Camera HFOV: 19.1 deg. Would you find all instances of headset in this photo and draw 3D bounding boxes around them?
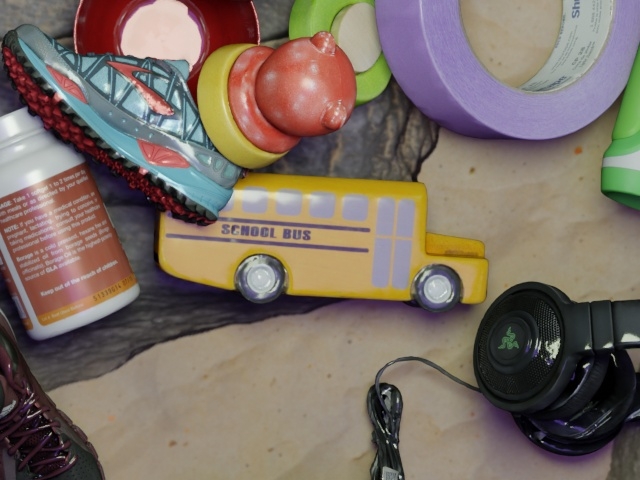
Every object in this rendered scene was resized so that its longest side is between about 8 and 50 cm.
[{"bbox_3d":[0.235,0.158,1.906,0.394,0.243,0.185,-8,66,20],"label":"headset"}]

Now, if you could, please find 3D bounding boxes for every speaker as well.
[{"bbox_3d":[0.372,-0.174,1.888,0.131,0.131,0.297,18,86,-9],"label":"speaker"}]

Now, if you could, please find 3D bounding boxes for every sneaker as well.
[{"bbox_3d":[-0.181,-0.131,1.806,0.262,0.104,0.125,38,71,-14],"label":"sneaker"},{"bbox_3d":[-0.301,0.184,1.854,0.106,0.162,0.281,-33,97,-6],"label":"sneaker"}]

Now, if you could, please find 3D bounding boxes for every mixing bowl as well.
[{"bbox_3d":[-0.154,-0.200,1.889,0.181,0.098,0.181,-1,95,-8],"label":"mixing bowl"}]

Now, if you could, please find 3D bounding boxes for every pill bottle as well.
[{"bbox_3d":[-0.270,-0.021,1.870,0.121,0.121,0.216,-23,96,-7],"label":"pill bottle"}]

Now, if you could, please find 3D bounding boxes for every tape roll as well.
[{"bbox_3d":[0.193,-0.238,1.902,0.274,0.090,0.275,-1,93,-29],"label":"tape roll"}]

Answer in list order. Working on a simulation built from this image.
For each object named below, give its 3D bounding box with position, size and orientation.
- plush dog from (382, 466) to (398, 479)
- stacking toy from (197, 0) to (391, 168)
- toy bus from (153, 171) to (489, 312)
[{"bbox_3d":[-0.033,0.332,1.900,0.225,0.210,0.262,-3,110,24],"label":"plush dog"},{"bbox_3d":[-0.006,-0.246,1.821,0.279,0.130,0.309,-21,96,-48],"label":"stacking toy"},{"bbox_3d":[0.000,0.000,1.920,0.332,0.108,0.130,3,91,-8],"label":"toy bus"}]
